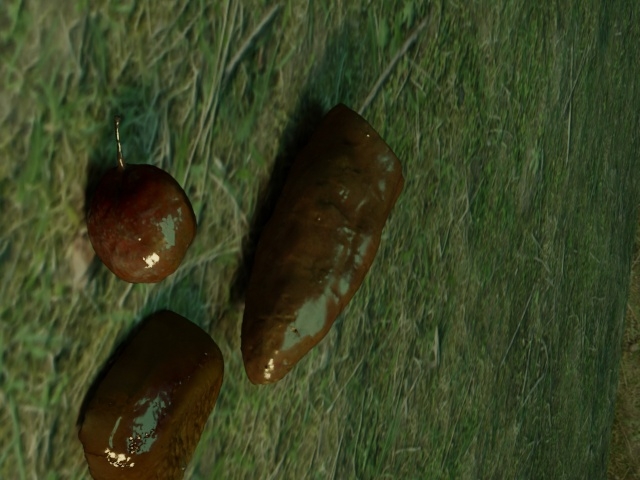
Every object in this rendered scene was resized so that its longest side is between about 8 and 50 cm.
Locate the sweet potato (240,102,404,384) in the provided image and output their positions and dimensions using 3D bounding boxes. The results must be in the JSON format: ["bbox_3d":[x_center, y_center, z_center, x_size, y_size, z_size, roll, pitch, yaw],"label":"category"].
[{"bbox_3d":[0.000,0.000,0.946,0.097,0.097,0.251,70,37,-51],"label":"sweet potato"}]

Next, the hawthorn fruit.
[{"bbox_3d":[-0.112,-0.025,0.722,0.066,0.067,0.103,-56,136,-42],"label":"hawthorn fruit"}]

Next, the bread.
[{"bbox_3d":[-0.105,0.120,0.824,0.126,0.044,0.129,78,29,-45],"label":"bread"}]
